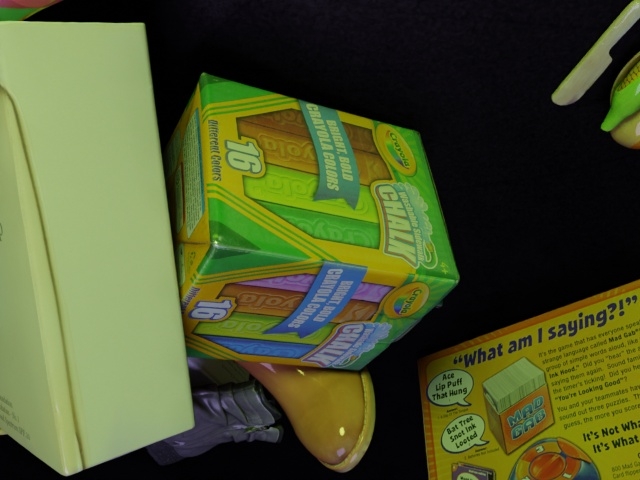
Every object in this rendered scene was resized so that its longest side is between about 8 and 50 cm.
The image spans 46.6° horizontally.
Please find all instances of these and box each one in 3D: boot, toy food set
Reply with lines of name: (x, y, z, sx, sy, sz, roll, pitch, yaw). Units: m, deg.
boot: (-0.135, 0.173, 0.825, 0.161, 0.083, 0.246, -13, 146, 5)
boot: (-0.072, 0.096, 0.751, 0.220, 0.283, 0.109, 27, 118, -38)
toy food set: (0.317, -0.127, 0.649, 0.192, 0.038, 0.132, 13, 140, -15)

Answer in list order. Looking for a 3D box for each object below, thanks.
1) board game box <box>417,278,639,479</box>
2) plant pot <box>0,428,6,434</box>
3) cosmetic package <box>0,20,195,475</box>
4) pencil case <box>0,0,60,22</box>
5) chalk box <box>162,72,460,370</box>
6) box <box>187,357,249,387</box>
board game box: (0.379, 0.320, 0.953, 0.357, 0.356, 0.356, -26, 135, 29)
plant pot: (-0.346, 0.047, 0.729, 0.237, 0.237, 0.254, 35, 158, -35)
cosmetic package: (-0.198, 0.000, 0.577, 0.113, 0.309, 0.160, -14, -169, -39)
pencil case: (-0.171, -0.218, 0.501, 0.236, 0.104, 0.104, -16, 139, 23)
chalk box: (0.000, 0.000, 0.687, 0.289, 0.180, 0.179, 8, 142, -28)
box: (-0.205, 0.138, 0.926, 0.181, 0.119, 0.182, -14, 139, 18)
